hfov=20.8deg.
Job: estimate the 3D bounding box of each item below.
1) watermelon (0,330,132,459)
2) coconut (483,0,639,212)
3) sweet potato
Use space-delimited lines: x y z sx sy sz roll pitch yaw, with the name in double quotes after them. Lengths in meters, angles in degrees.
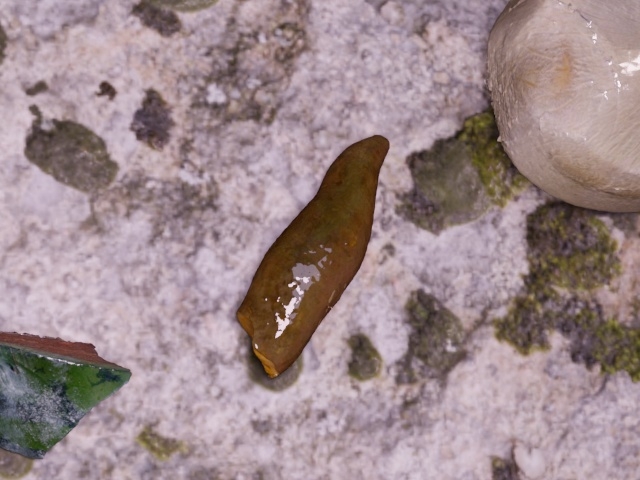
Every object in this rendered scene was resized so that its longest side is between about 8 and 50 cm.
-0.240 0.110 1.362 0.155 0.080 0.101 19 105 -18 "watermelon"
0.274 -0.152 1.515 0.245 0.247 0.245 5 74 -18 "coconut"
0.000 0.000 1.466 0.077 0.077 0.244 33 68 -10 "sweet potato"
